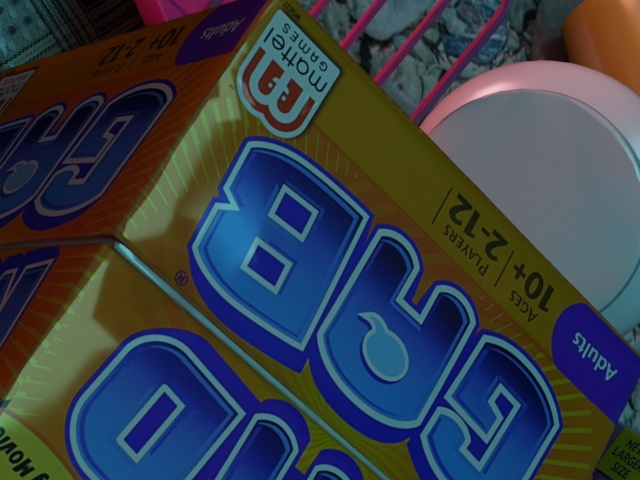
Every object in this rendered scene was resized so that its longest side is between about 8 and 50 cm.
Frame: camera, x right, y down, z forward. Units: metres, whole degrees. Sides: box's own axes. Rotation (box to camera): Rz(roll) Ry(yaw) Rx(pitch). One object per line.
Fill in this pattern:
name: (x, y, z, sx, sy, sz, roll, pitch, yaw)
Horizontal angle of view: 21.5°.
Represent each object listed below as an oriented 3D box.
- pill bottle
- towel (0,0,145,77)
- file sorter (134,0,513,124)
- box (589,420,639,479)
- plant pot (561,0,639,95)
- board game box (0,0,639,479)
pill bottle: (0.185, -0.024, 1.355, 0.407, 0.229, 0.229, -7, 83, -76)
towel: (-0.147, -0.166, 1.342, 0.312, 0.056, 0.324, -42, 105, -43)
file sorter: (-0.016, -0.219, 1.220, 0.202, 0.182, 0.291, 28, 21, -34)
box: (0.179, 0.252, 1.345, 0.117, 0.213, 0.243, 39, 88, -28)
plant pot: (0.363, -0.143, 1.668, 0.254, 0.254, 0.239, -13, 72, -43)
board game box: (-0.091, 0.114, 1.067, 0.356, 0.356, 0.356, 43, 65, -26)
